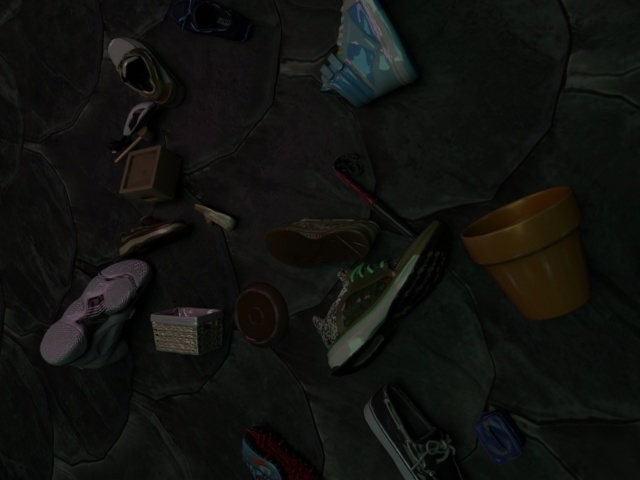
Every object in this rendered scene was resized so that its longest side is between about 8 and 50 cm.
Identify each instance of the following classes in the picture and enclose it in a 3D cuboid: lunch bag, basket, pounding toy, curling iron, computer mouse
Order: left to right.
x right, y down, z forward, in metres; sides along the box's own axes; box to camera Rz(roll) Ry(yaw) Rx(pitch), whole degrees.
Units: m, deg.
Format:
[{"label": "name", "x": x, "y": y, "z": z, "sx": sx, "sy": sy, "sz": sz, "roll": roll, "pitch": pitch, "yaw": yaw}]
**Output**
[{"label": "computer mouse", "x": -0.527, "y": -0.327, "z": 1.475, "sx": 0.042, "sy": 0.106, "sz": 0.193, "roll": 43, "pitch": 115, "yaw": -8}, {"label": "pounding toy", "x": -0.480, "y": -0.210, "z": 1.468, "sx": 0.180, "sy": 0.094, "sz": 0.206, "roll": -5, "pitch": 68, "yaw": 29}, {"label": "basket", "x": -0.350, "y": 0.239, "z": 1.395, "sx": 0.167, "sy": 0.113, "sz": 0.103, "roll": -2, "pitch": 93, "yaw": 29}, {"label": "curling iron", "x": 0.122, "y": -0.097, "z": 1.168, "sx": 0.068, "sy": 0.035, "sz": 0.274, "roll": -47, "pitch": 70, "yaw": 22}, {"label": "lunch bag", "x": 0.353, "y": 0.383, "z": 1.041, "sx": 0.067, "sy": 0.065, "sz": 0.099, "roll": -41, "pitch": 73, "yaw": 23}]

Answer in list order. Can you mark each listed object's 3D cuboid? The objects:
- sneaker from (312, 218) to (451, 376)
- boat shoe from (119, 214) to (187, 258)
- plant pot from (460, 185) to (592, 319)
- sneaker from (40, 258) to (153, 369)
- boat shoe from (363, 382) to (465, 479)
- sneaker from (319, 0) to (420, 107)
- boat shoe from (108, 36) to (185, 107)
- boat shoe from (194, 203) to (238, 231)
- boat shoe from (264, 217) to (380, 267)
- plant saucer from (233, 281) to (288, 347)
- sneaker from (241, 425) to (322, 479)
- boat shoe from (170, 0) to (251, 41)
[{"label": "sneaker", "x": 0.109, "y": 0.098, "z": 1.128, "sx": 0.182, "sy": 0.158, "sz": 0.410, "roll": 47, "pitch": 110, "yaw": 29}, {"label": "boat shoe", "x": -0.478, "y": -0.027, "z": 1.469, "sx": 0.257, "sy": 0.095, "sz": 0.095, "roll": -20, "pitch": 76, "yaw": 28}, {"label": "plant pot", "x": 0.388, "y": 0.031, "z": 0.948, "sx": 0.205, "sy": 0.205, "sz": 0.188, "roll": -25, "pitch": 95, "yaw": 27}, {"label": "sneaker", "x": -0.611, "y": 0.224, "z": 1.531, "sx": 0.137, "sy": 0.210, "sz": 0.366, "roll": 35, "pitch": 73, "yaw": 23}, {"label": "boat shoe", "x": 0.221, "y": 0.432, "z": 1.089, "sx": 0.306, "sy": 0.113, "sz": 0.105, "roll": 52, "pitch": 128, "yaw": 27}, {"label": "sneaker", "x": 0.058, "y": -0.436, "z": 1.143, "sx": 0.208, "sy": 0.127, "sz": 0.319, "roll": -29, "pitch": 77, "yaw": 25}, {"label": "boat shoe", "x": -0.504, "y": -0.482, "z": 1.460, "sx": 0.302, "sy": 0.103, "sz": 0.113, "roll": 39, "pitch": 109, "yaw": 22}, {"label": "boat shoe", "x": -0.280, "y": -0.061, "z": 1.381, "sx": 0.135, "sy": 0.050, "sz": 0.045, "roll": 22, "pitch": 97, "yaw": 26}, {"label": "boat shoe", "x": 0.000, "y": 0.000, "z": 1.220, "sx": 0.285, "sy": 0.089, "sz": 0.105, "roll": 1, "pitch": 117, "yaw": 31}, {"label": "plant saucer", "x": -0.159, "y": 0.191, "z": 1.337, "sx": 0.168, "sy": 0.029, "sz": 0.169, "roll": 1, "pitch": 93, "yaw": 29}, {"label": "sneaker", "x": -0.095, "y": 0.579, "z": 1.292, "sx": 0.261, "sy": 0.104, "sz": 0.125, "roll": 40, "pitch": 127, "yaw": 26}, {"label": "boat shoe", "x": -0.293, "y": -0.583, "z": 1.349, "sx": 0.258, "sy": 0.089, "sz": 0.109, "roll": 17, "pitch": 100, "yaw": 27}]
